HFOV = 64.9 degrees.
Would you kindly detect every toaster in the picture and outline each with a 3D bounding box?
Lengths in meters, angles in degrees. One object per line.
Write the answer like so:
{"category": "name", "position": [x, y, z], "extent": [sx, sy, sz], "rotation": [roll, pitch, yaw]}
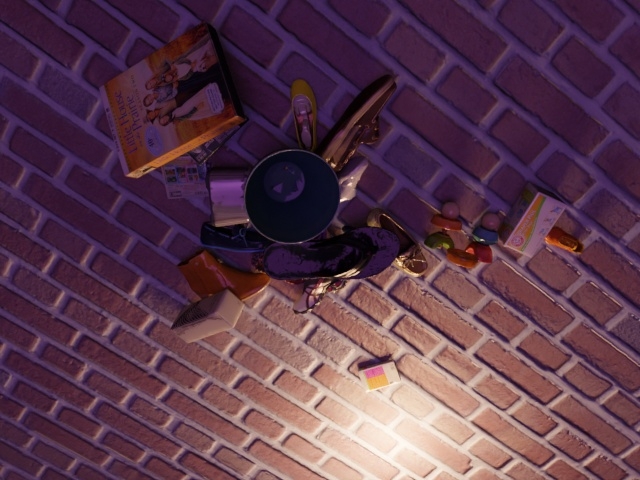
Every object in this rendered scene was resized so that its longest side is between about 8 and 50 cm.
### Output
{"category": "toaster", "position": [-0.287, -0.154, 1.640], "extent": [0.146, 0.129, 0.227], "rotation": [-2, 110, 1]}

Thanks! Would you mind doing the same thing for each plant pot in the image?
{"category": "plant pot", "position": [-0.099, -0.160, 1.570], "extent": [0.290, 0.195, 0.290], "rotation": [-4, 112, -11]}

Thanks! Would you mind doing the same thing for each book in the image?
{"category": "book", "position": [0.226, 0.519, 1.936], "extent": [0.144, 0.035, 0.096], "rotation": [-18, 107, 11]}

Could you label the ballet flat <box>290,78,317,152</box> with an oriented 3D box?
{"category": "ballet flat", "position": [-0.048, -0.377, 1.554], "extent": [0.077, 0.077, 0.231], "rotation": [-5, 112, 7]}

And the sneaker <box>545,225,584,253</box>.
{"category": "sneaker", "position": [0.792, -0.003, 1.627], "extent": [0.175, 0.067, 0.064], "rotation": [14, 101, -29]}

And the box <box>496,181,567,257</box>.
{"category": "box", "position": [0.671, -0.065, 1.614], "extent": [0.103, 0.114, 0.203], "rotation": [23, 114, -5]}

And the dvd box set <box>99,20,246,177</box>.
{"category": "dvd box set", "position": [-0.446, -0.406, 1.484], "extent": [0.420, 0.062, 0.308], "rotation": [-21, 81, 20]}

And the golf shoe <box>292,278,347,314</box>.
{"category": "golf shoe", "position": [-0.019, 0.156, 1.753], "extent": [0.120, 0.105, 0.273], "rotation": [44, 120, -9]}

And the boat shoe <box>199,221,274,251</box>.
{"category": "boat shoe", "position": [-0.287, -0.015, 1.709], "extent": [0.258, 0.109, 0.089], "rotation": [3, 109, 1]}

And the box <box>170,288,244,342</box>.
{"category": "box", "position": [-0.402, 0.271, 1.777], "extent": [0.275, 0.113, 0.094], "rotation": [-25, 120, 36]}

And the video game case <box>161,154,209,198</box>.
{"category": "video game case", "position": [-0.448, -0.213, 1.683], "extent": [0.157, 0.019, 0.143], "rotation": [-3, 112, 6]}

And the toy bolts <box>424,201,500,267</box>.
{"category": "toy bolts", "position": [0.485, -0.019, 1.614], "extent": [0.228, 0.218, 0.159], "rotation": [9, 108, -19]}

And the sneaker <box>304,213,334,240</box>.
{"category": "sneaker", "position": [0.000, 0.000, 1.694], "extent": [0.095, 0.104, 0.236], "rotation": [-23, 112, 10]}

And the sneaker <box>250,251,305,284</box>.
{"category": "sneaker", "position": [-0.141, 0.085, 1.759], "extent": [0.225, 0.092, 0.088], "rotation": [24, 93, -22]}

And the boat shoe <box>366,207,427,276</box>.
{"category": "boat shoe", "position": [0.262, 0.015, 1.676], "extent": [0.104, 0.089, 0.285], "rotation": [-45, 103, -3]}

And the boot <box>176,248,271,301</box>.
{"category": "boot", "position": [-0.343, 0.114, 1.759], "extent": [0.295, 0.104, 0.211], "rotation": [-19, 119, 19]}

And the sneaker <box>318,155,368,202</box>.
{"category": "sneaker", "position": [0.092, -0.183, 1.636], "extent": [0.094, 0.080, 0.212], "rotation": [36, 118, -23]}

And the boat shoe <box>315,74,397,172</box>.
{"category": "boat shoe", "position": [0.127, -0.346, 1.540], "extent": [0.123, 0.123, 0.342], "rotation": [33, 114, -20]}

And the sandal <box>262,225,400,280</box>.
{"category": "sandal", "position": [0.038, 0.061, 1.594], "extent": [0.445, 0.107, 0.168], "rotation": [-8, 101, 1]}

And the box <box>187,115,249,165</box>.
{"category": "box", "position": [-0.321, -0.332, 1.554], "extent": [0.180, 0.147, 0.077], "rotation": [-38, 105, 18]}

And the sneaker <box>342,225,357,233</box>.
{"category": "sneaker", "position": [0.130, 0.000, 1.713], "extent": [0.144, 0.053, 0.059], "rotation": [30, 114, -7]}
